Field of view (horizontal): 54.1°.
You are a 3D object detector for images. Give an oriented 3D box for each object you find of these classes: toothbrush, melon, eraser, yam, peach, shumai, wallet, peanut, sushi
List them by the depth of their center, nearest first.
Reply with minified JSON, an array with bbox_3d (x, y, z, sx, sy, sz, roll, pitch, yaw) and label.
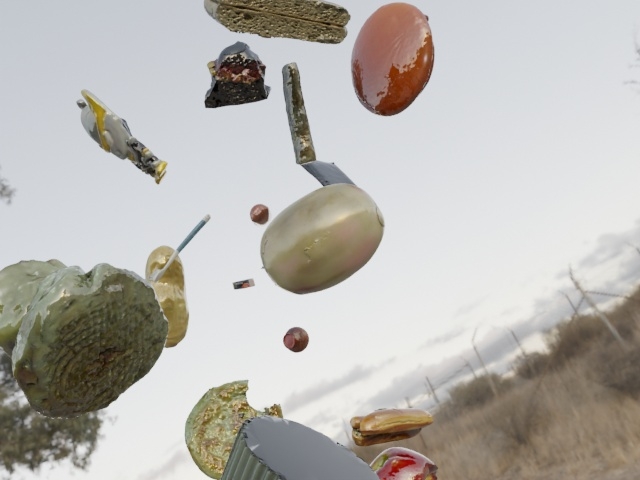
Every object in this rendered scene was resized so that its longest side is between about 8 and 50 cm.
[{"bbox_3d":[-0.470,0.143,1.158,0.304,0.263,0.310,1,-63,-60],"label":"shumai"},{"bbox_3d":[0.000,0.000,1.476,0.316,0.223,0.223,-32,-20,12],"label":"melon"},{"bbox_3d":[0.224,0.635,1.572,0.196,0.226,0.190,-45,3,-2],"label":"peach"},{"bbox_3d":[-0.062,-0.337,1.672,0.061,0.274,0.061,-11,-2,0],"label":"yam"},{"bbox_3d":[-0.389,0.018,1.745,0.276,0.025,0.019,-57,-34,-38],"label":"toothbrush"},{"bbox_3d":[-0.241,-0.484,1.808,0.172,0.153,0.151,4,-48,7],"label":"sushi"},{"bbox_3d":[0.042,-0.186,1.930,0.145,0.285,0.030,8,-64,-32],"label":"wallet"},{"bbox_3d":[-0.475,0.173,1.932,0.147,0.319,0.147,-3,-3,0],"label":"peanut"},{"bbox_3d":[-0.240,0.136,1.948,0.099,0.027,0.019,-12,5,34],"label":"eraser"}]

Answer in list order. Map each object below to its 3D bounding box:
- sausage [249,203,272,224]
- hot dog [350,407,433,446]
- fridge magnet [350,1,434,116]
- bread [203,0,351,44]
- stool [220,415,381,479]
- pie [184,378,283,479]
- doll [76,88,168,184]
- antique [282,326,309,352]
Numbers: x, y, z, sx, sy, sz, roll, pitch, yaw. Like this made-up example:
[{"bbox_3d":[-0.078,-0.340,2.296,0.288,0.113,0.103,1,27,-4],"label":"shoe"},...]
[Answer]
[{"bbox_3d":[-0.213,-0.088,2.239,0.077,0.077,0.194,-24,-6,-2],"label":"sausage"},{"bbox_3d":[0.171,0.437,1.498,0.249,0.068,0.100,8,-46,-42],"label":"hot dog"},{"bbox_3d":[0.235,-0.587,2.046,0.155,0.364,0.363,0,-30,-38],"label":"fridge magnet"},{"bbox_3d":[-0.103,-0.525,1.417,0.337,0.183,0.102,1,-58,-27],"label":"bread"},{"bbox_3d":[-0.078,0.542,1.144,0.297,0.297,0.330,18,-82,-64],"label":"stool"},{"bbox_3d":[-0.259,0.564,1.863,0.302,0.303,0.067,-17,-23,-21],"label":"pie"},{"bbox_3d":[-0.554,-0.279,1.730,0.103,0.316,0.145,-51,0,-3],"label":"doll"},{"bbox_3d":[-0.090,0.376,2.375,0.104,0.104,0.104,-22,-19,-8],"label":"antique"}]
